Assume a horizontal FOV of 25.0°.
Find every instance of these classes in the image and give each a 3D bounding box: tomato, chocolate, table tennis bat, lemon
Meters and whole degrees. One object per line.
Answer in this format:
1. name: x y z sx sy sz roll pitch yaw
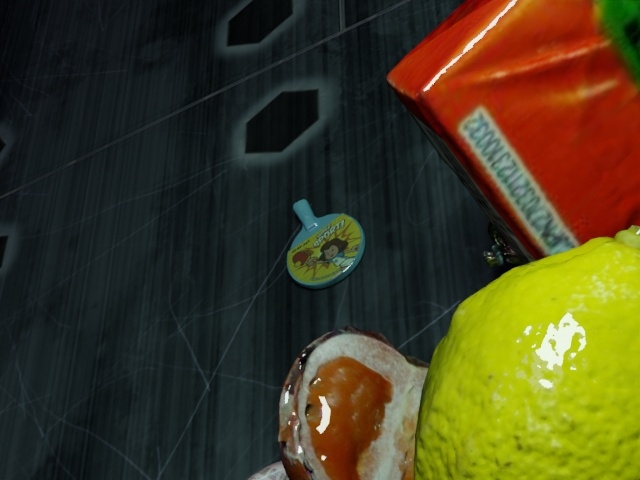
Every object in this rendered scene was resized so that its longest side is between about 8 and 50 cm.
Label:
1. tomato: 0.043 0.198 1.308 0.112 0.228 0.199 -43 21 47
2. chocolate: 0.275 -0.130 1.326 0.341 0.360 0.161 -43 23 -7
3. table tennis bat: 0.000 0.000 1.691 0.100 0.019 0.155 -35 38 6
4. lemon: 0.204 0.147 1.125 0.268 0.322 0.268 3 19 -1

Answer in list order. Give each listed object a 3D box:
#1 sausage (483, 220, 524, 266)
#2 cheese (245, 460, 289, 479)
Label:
1. sausage: 0.308 -0.098 1.490 0.371 0.082 0.082 -40 36 -2
2. cheese: -0.054 0.308 1.357 0.189 0.074 0.286 7 55 45
